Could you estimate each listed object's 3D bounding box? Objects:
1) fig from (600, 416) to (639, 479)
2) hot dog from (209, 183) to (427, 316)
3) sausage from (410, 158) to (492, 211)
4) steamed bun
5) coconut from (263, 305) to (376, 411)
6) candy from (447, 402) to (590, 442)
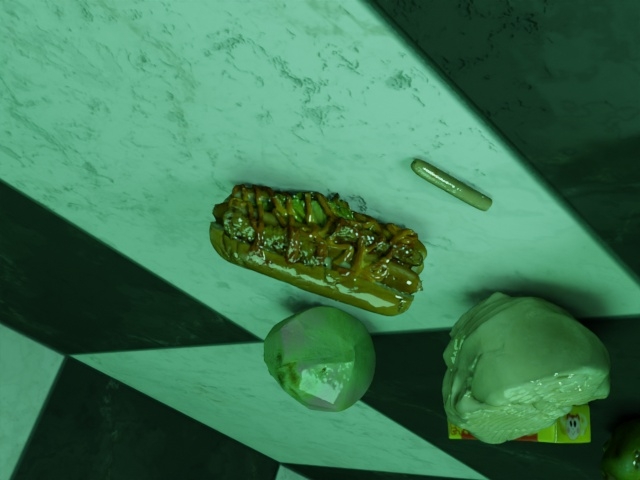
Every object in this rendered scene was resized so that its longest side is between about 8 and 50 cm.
[{"bbox_3d":[0.669,0.449,1.763,0.206,0.206,0.275,21,-177,-7],"label":"fig"},{"bbox_3d":[0.000,0.000,1.307,0.348,0.158,0.117,20,137,5],"label":"hot dog"},{"bbox_3d":[0.181,-0.076,1.171,0.132,0.024,0.024,26,154,-19],"label":"sausage"},{"bbox_3d":[0.334,0.205,1.440,0.276,0.203,0.289,-13,150,6],"label":"steamed bun"},{"bbox_3d":[0.004,0.241,1.724,0.204,0.236,0.236,-8,170,-33],"label":"coconut"},{"bbox_3d":[0.422,0.387,1.821,0.146,0.088,0.276,14,163,-43],"label":"candy"}]
